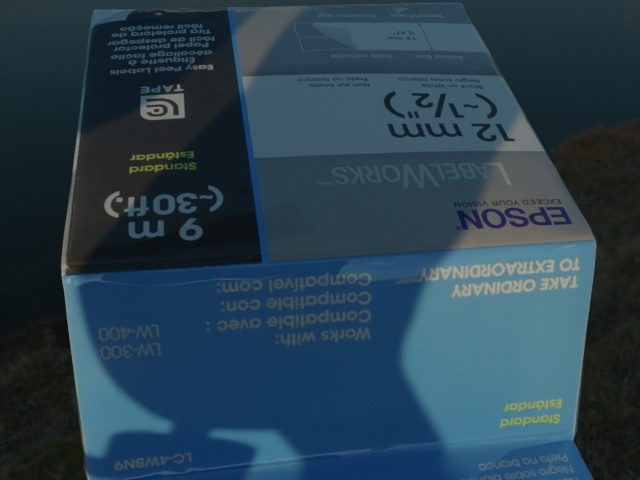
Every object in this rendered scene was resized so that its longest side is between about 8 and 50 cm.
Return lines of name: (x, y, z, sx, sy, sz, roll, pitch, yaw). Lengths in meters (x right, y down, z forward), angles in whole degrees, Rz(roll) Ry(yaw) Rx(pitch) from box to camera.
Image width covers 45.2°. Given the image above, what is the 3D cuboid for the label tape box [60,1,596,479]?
label tape box: (0.000, 0.000, 0.418, 0.249, 0.115, 0.347, -3, 43, -9)
